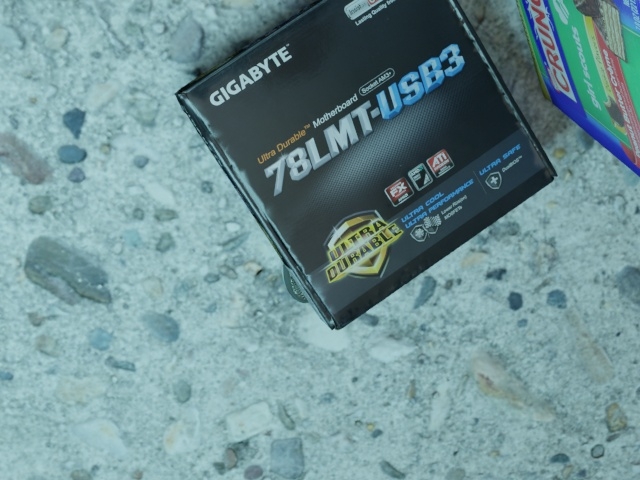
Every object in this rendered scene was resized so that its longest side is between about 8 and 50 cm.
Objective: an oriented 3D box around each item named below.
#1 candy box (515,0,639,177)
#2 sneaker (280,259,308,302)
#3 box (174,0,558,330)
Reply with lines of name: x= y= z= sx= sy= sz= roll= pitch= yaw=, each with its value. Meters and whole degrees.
candy box: x=0.298 y=-0.207 z=1.136 sx=0.122 sy=0.317 sz=0.268 roll=-27 pitch=124 yaw=-1
sneaker: x=0.000 y=0.000 z=1.318 sx=0.065 sy=0.076 sz=0.166 roll=11 pitch=111 yaw=-15
box: x=0.050 y=-0.108 z=1.232 sx=0.295 sy=0.073 sz=0.293 roll=-33 pitch=104 yaw=-7
